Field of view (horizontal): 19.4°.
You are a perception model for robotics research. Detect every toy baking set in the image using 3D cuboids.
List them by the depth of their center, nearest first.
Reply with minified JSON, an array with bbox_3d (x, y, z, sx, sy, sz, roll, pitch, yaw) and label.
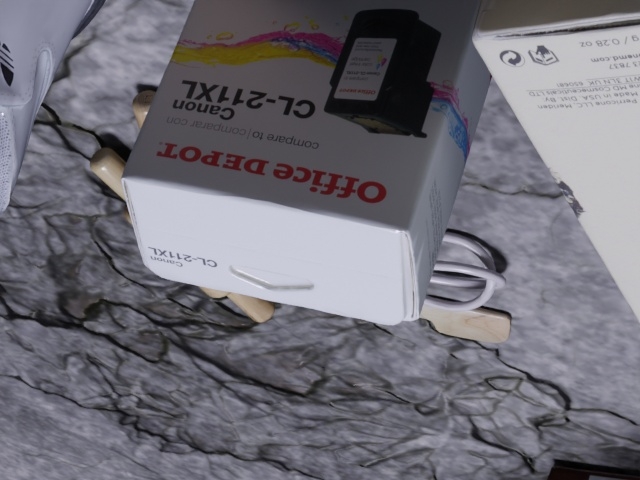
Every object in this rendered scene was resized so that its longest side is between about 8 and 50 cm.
[{"bbox_3d":[-0.006,0.000,1.064,0.197,0.030,0.256,-7,140,35],"label":"toy baking set"}]

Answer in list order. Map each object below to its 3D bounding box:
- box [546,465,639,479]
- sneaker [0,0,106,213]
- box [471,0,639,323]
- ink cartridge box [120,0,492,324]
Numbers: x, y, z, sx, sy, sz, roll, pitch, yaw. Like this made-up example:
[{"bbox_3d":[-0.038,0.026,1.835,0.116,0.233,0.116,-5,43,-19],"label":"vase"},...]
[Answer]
[{"bbox_3d":[0.229,0.275,1.232,0.169,0.167,0.203,4,145,21],"label":"box"},{"bbox_3d":[-0.246,-0.065,0.918,0.137,0.210,0.366,39,143,-29],"label":"sneaker"},{"bbox_3d":[0.170,-0.043,0.833,0.094,0.113,0.275,-3,141,31],"label":"box"},{"bbox_3d":[0.003,-0.063,0.826,0.127,0.175,0.072,11,147,12],"label":"ink cartridge box"}]
